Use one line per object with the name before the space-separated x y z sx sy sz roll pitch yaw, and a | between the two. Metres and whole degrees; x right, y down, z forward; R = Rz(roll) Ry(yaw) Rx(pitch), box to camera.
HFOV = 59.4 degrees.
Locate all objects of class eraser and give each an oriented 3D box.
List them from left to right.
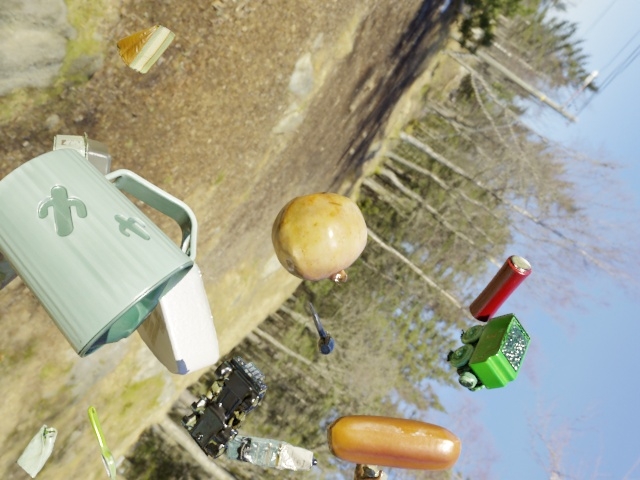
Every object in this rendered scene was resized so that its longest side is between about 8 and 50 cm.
eraser | -0.447 0.206 1.704 0.149 0.331 0.331 -12 150 -37

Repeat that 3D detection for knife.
knife | -0.515 0.480 1.328 0.026 0.184 0.022 -22 175 17

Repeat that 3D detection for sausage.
sausage | 0.148 0.412 1.146 0.105 0.274 0.105 6 90 -88

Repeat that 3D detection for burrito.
burrito | -0.713 0.533 1.426 0.118 0.074 0.044 -58 157 -22

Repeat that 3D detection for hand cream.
hand cream | -0.130 0.577 1.521 0.052 0.247 0.075 117 -15 -83

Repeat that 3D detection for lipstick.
lipstick | 0.534 0.147 1.677 0.080 0.080 0.241 -48 167 -49

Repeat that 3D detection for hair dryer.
hair dryer | -0.004 0.348 2.299 0.075 0.219 0.195 -20 -171 4

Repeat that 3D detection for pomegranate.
pomegranate | 0.000 0.000 1.875 0.338 0.338 0.338 -51 177 -4

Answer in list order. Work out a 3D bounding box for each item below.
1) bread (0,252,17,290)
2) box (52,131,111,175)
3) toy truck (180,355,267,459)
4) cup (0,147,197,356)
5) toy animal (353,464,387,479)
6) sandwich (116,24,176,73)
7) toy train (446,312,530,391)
bread | -0.946 0.063 1.598 0.288 0.119 0.153 -47 143 -24
box | -0.760 -0.220 1.771 0.290 0.166 0.221 38 -61 60
toy truck | -0.215 0.390 1.336 0.127 0.127 0.257 -18 146 -56
cup | -0.502 0.016 1.285 0.310 0.392 0.401 -41 -178 17
toy animal | 0.127 0.821 1.789 0.157 0.097 0.312 -4 -133 55
sandwich | -0.530 -0.606 1.692 0.163 0.113 0.079 -43 156 20
toy train | 0.493 0.327 1.632 0.188 0.132 0.243 -27 -166 46
